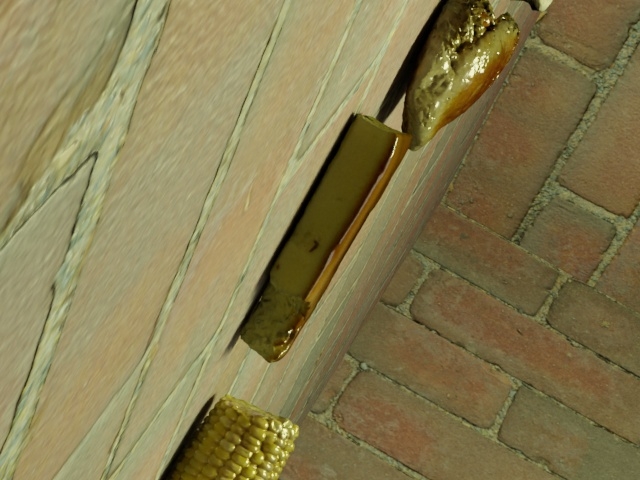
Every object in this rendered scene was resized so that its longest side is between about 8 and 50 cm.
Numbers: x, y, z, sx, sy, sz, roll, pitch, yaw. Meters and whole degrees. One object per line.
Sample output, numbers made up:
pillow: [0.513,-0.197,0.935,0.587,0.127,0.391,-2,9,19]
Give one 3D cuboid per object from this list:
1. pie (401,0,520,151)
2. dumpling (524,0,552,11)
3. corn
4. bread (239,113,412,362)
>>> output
pie: [0.125,-0.160,1.620,0.163,0.079,0.193,-59,176,27]
dumpling: [0.206,-0.296,1.609,0.176,0.092,0.150,-48,154,-46]
corn: [-0.110,0.254,1.521,0.244,0.093,0.093,-60,175,-8]
bread: [0.000,0.000,1.424,0.226,0.049,0.088,-60,175,8]
